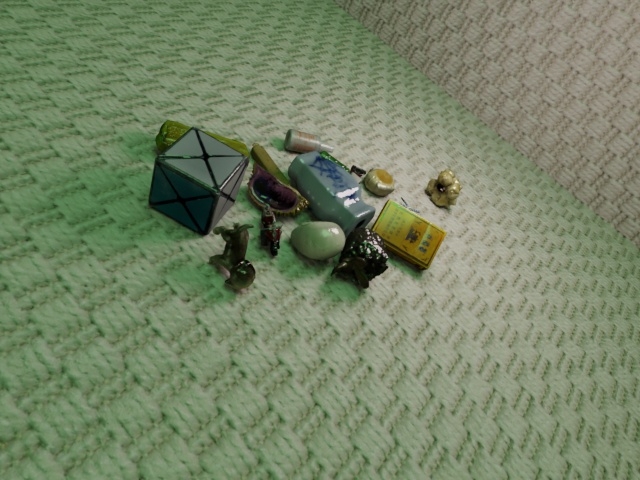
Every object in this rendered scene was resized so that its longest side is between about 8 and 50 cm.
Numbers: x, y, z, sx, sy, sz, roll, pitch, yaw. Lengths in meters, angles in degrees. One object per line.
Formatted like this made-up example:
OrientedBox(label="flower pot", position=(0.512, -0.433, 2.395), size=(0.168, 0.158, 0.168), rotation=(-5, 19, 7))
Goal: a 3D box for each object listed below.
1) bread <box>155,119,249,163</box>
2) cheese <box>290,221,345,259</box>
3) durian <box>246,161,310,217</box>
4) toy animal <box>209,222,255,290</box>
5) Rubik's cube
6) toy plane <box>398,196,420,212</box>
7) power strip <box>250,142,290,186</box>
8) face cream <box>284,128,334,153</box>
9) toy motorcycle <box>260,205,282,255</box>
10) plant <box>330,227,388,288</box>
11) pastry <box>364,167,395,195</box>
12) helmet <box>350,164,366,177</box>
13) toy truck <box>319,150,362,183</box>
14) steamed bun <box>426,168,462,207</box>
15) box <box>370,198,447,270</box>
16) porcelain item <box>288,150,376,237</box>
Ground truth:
OrientedBox(label="bread", position=(-0.487, -0.378, 1.848), size=(0.383, 0.112, 0.166), rotation=(13, 49, -20))
OrientedBox(label="cheese", position=(0.000, 0.000, 1.742), size=(0.198, 0.189, 0.155), rotation=(2, 83, -26))
OrientedBox(label="durian", position=(-0.172, -0.190, 1.850), size=(0.260, 0.154, 0.186), rotation=(40, 21, 17))
OrientedBox(label="toy animal", position=(-0.293, 0.049, 1.541), size=(0.168, 0.233, 0.121), rotation=(12, 14, 41))
OrientedBox(label="Rubik's cube", position=(-0.448, -0.218, 1.624), size=(0.259, 0.260, 0.255), rotation=(26, 43, -2))
OrientedBox(label="toy plane", position=(0.424, -0.076, 2.113), size=(0.273, 0.107, 0.182), rotation=(51, 37, -1))
OrientedBox(label="power strip", position=(-0.231, -0.330, 1.999), size=(0.064, 0.044, 0.305), rotation=(-19, 64, -39))
OrientedBox(label="face cream", position=(-0.046, -0.475, 2.187), size=(0.251, 0.101, 0.101), rotation=(8, 48, -23))
OrientedBox(label="toy motorcycle", position=(-0.196, -0.047, 1.710), size=(0.082, 0.122, 0.213), rotation=(-6, 53, -16))
OrientedBox(label="plant", position=(0.168, 0.070, 1.762), size=(0.204, 0.178, 0.234), rotation=(25, 37, -9))
OrientedBox(label="pastry", position=(0.300, -0.291, 2.223), size=(0.165, 0.088, 0.166), rotation=(14, 47, -16))
OrientedBox(label="helmet", position=(0.184, -0.338, 2.230), size=(0.084, 0.049, 0.065), rotation=(26, 34, -9))
OrientedBox(label="toy truck", position=(0.076, -0.315, 2.095), size=(0.242, 0.125, 0.101), rotation=(38, 43, 5))
OrientedBox(label="steamed bun", position=(0.654, -0.264, 2.346), size=(0.106, 0.177, 0.192), rotation=(-25, 80, -32))
OrientedBox(label="box", position=(0.382, -0.024, 1.969), size=(0.301, 0.084, 0.193), rotation=(30, 80, -1))
OrientedBox(label="porcelain item", position=(0.041, -0.207, 1.941), size=(0.242, 0.178, 0.405), rotation=(-25, 64, -41))
